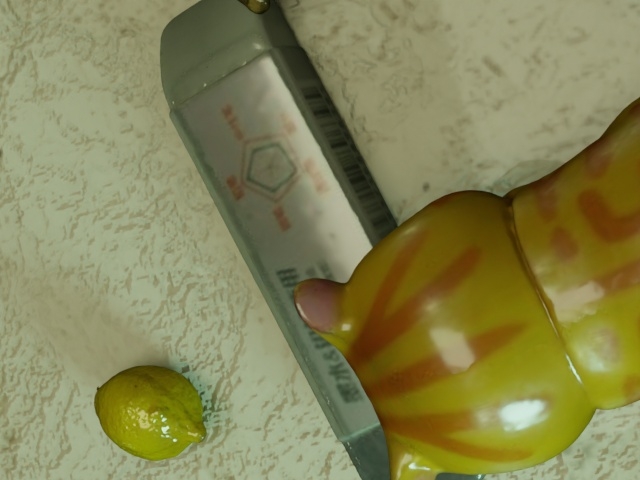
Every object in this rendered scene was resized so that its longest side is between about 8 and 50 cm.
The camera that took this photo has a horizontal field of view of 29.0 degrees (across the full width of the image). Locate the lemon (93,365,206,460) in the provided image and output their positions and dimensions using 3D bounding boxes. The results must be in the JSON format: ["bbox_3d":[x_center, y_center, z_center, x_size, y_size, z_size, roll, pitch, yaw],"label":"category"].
[{"bbox_3d":[-0.114,0.118,0.841,0.092,0.065,0.065,13,104,29],"label":"lemon"}]

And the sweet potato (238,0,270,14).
[{"bbox_3d":[-0.078,-0.249,0.772,0.069,0.059,0.249,-38,77,21],"label":"sweet potato"}]

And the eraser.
[{"bbox_3d":[0.000,0.000,0.778,0.089,0.061,0.351,-28,88,22],"label":"eraser"}]

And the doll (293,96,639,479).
[{"bbox_3d":[0.143,0.027,0.662,0.270,0.162,0.166,-27,84,16],"label":"doll"}]
